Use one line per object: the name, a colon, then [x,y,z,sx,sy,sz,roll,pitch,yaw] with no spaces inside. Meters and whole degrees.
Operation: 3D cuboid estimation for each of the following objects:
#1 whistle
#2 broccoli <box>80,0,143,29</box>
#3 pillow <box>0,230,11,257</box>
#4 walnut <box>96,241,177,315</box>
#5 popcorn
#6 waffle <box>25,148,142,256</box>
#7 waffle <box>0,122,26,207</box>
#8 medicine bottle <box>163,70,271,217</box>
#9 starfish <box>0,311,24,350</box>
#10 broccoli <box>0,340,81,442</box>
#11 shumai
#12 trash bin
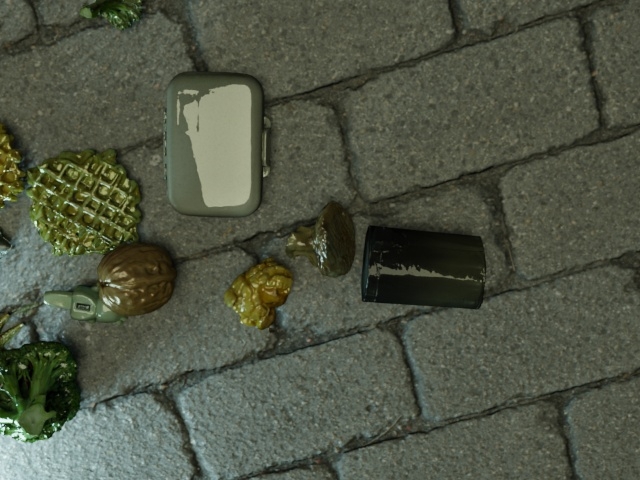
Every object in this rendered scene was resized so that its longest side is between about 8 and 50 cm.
whistle: [-0.634,0.173,1.857,0.245,0.092,0.110,8,102,-1]
broccoli: [-0.527,-0.577,1.669,0.118,0.204,0.122,-7,112,20]
pillow: [-0.908,0.033,1.856,0.091,0.055,0.135,43,97,-4]
walnut: [-0.482,0.101,1.786,0.214,0.213,0.213,0,100,1]
popcorn: [-0.171,0.137,1.821,0.164,0.140,0.194,20,110,-10]
waffle: [-0.640,-0.097,1.818,0.317,0.073,0.297,-10,100,3]
waffle: [-0.900,-0.202,1.799,0.249,0.056,0.253,-27,93,19]
medicine bottle: [-0.272,-0.247,1.757,0.283,0.123,0.374,2,99,-1]
starfish: [-0.924,0.298,1.915,0.217,0.050,0.223,40,104,-14]
broccoli: [-0.784,0.415,1.821,0.308,0.275,0.307,-5,100,-31]
shumai: [0.000,0.000,1.798,0.153,0.161,0.209,-2,124,24]
trash bin: [0.266,0.071,1.758,0.302,0.202,0.252,5,140,-1]
